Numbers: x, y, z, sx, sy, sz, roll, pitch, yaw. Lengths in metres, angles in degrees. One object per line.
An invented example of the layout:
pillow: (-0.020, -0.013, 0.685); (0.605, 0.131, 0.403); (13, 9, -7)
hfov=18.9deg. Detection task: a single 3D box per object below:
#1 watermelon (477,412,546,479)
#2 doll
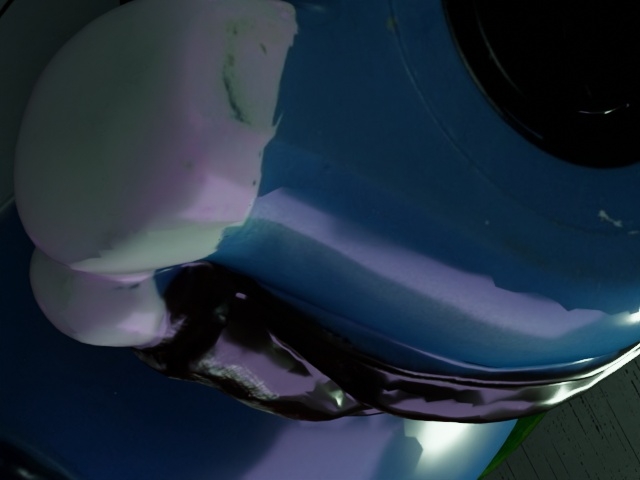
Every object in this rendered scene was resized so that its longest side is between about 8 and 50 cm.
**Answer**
watermelon: (-0.001, 0.005, 0.829); (0.242, 0.242, 0.242); (-27, 174, -3)
doll: (-0.020, -0.015, 0.565); (0.310, 0.240, 0.284); (-26, -153, 54)
